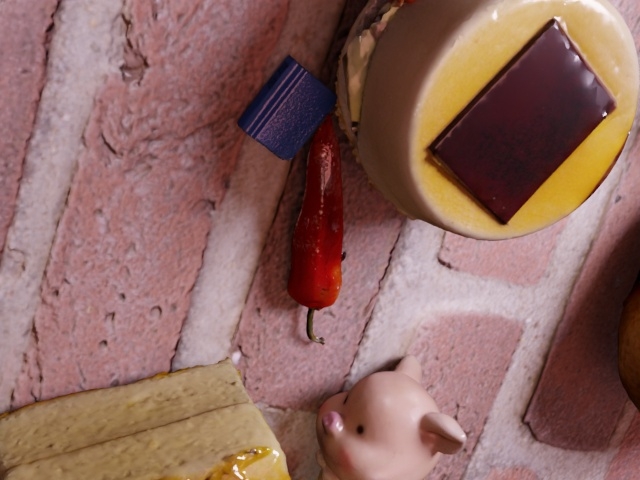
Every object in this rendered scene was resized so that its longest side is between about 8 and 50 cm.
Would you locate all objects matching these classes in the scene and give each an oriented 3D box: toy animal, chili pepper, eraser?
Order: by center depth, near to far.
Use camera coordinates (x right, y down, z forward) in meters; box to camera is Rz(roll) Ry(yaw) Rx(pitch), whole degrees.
[{"bbox_3d":[-0.031,-0.126,1.040,0.063,0.027,0.084,35,96,-32],"label":"eraser"},{"bbox_3d":[0.000,0.000,1.093,0.059,0.050,0.267,4,121,-3],"label":"chili pepper"},{"bbox_3d":[0.060,0.262,1.183,0.149,0.165,0.248,1,119,-29],"label":"toy animal"}]

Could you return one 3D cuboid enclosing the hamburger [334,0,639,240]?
[{"bbox_3d":[0.161,-0.144,1.032,0.302,0.170,0.301,-11,120,-20],"label":"hamburger"}]

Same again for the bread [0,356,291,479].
[{"bbox_3d":[-0.166,0.298,1.073,0.279,0.207,0.279,-11,116,-17],"label":"bread"}]

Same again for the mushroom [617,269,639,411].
[{"bbox_3d":[0.498,0.094,1.224,0.346,0.259,0.345,-8,115,-18],"label":"mushroom"}]
